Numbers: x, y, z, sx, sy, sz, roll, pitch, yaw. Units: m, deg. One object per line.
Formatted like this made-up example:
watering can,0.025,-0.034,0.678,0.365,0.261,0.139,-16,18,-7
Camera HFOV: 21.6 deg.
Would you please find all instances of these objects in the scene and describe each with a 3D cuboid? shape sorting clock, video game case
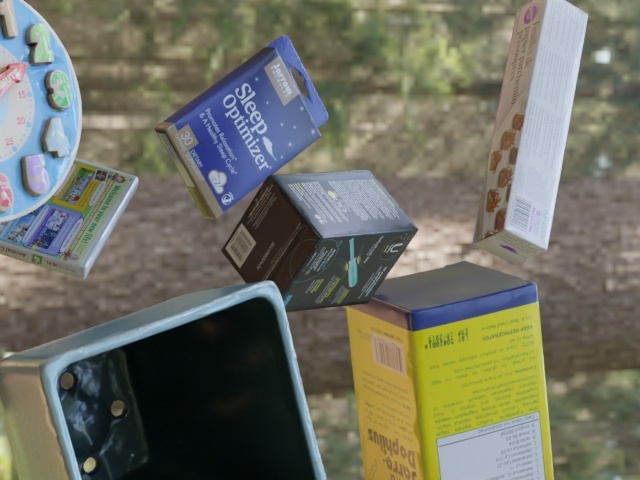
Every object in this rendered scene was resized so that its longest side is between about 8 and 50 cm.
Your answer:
shape sorting clock,-0.284,-0.116,1.393,0.040,0.206,0.206,-16,-105,47
video game case,-0.347,-0.045,2.065,0.212,0.193,0.023,-69,175,-55

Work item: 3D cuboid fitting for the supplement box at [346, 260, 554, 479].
supplement box,0.174,0.230,2.250,0.195,0.194,0.356,18,-63,63

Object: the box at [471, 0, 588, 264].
box,0.241,-0.130,1.912,0.063,0.067,0.324,-27,-136,54

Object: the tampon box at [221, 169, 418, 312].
tampon box,0.000,0.000,1.823,0.101,0.161,0.120,52,-56,27

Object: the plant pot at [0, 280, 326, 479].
plant pot,-0.178,0.186,1.582,0.252,0.247,0.248,0,-74,56

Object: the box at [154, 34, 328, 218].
box,-0.088,-0.147,2.107,0.036,0.225,0.136,10,-46,55
